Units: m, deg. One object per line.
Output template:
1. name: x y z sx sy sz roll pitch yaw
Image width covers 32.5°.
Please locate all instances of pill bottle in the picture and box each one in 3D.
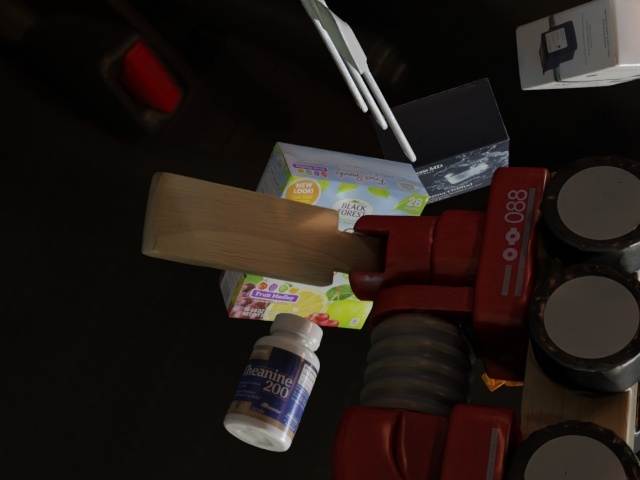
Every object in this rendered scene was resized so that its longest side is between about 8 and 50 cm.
1. pill bottle: -0.040 0.132 1.037 0.067 0.067 0.120 29 64 -16

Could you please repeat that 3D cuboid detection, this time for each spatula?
1. spatula: 0.028 -0.188 1.170 0.019 0.168 0.242 -35 135 -3

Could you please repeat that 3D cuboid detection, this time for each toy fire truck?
1. toy fire truck: 0.039 0.056 0.549 0.246 0.158 0.217 3 60 19

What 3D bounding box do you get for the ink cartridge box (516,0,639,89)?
1. ink cartridge box: 0.412 -0.278 1.551 0.172 0.237 0.100 -5 92 -21

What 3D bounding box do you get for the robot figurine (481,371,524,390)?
1. robot figurine: 0.257 0.130 1.138 0.085 0.291 0.211 -29 69 -15

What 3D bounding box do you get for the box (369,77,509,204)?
1. box: 0.156 -0.119 1.419 0.156 0.158 0.093 -18 72 4

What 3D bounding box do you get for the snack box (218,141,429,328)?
1. snack box: 0.000 0.000 1.245 0.175 0.207 0.070 7 35 -26
